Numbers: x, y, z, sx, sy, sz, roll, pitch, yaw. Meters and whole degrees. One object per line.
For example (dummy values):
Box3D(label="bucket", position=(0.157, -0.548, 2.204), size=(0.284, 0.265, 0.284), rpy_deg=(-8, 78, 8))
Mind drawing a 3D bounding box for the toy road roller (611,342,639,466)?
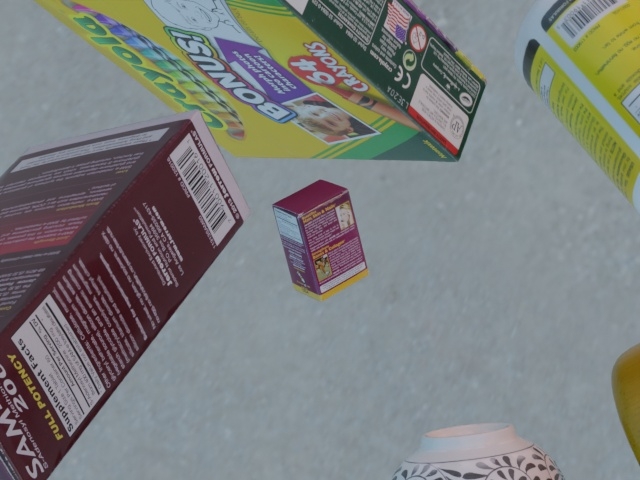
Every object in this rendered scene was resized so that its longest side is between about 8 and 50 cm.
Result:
Box3D(label="toy road roller", position=(0.310, 0.173, 1.176), size=(0.202, 0.329, 0.240), rpy_deg=(-30, 82, 21))

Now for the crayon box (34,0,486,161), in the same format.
Box3D(label="crayon box", position=(-0.071, -0.203, 1.532), size=(0.313, 0.106, 0.363), rpy_deg=(2, 154, 44))

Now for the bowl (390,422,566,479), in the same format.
Box3D(label="bowl", position=(0.122, 0.190, 1.279), size=(0.170, 0.170, 0.080), rpy_deg=(-8, 90, 22))

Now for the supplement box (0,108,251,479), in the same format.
Box3D(label="supplement box", position=(-0.147, 0.032, 0.816), size=(0.130, 0.239, 0.073), rpy_deg=(-9, 119, 33))

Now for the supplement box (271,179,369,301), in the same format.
Box3D(label="supplement box", position=(0.000, 0.000, 1.335), size=(0.043, 0.055, 0.083), rpy_deg=(23, 133, 51))

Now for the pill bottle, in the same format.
Box3D(label="pill bottle", position=(0.366, -0.135, 1.686), size=(0.334, 0.188, 0.188), rpy_deg=(55, 128, 31))
